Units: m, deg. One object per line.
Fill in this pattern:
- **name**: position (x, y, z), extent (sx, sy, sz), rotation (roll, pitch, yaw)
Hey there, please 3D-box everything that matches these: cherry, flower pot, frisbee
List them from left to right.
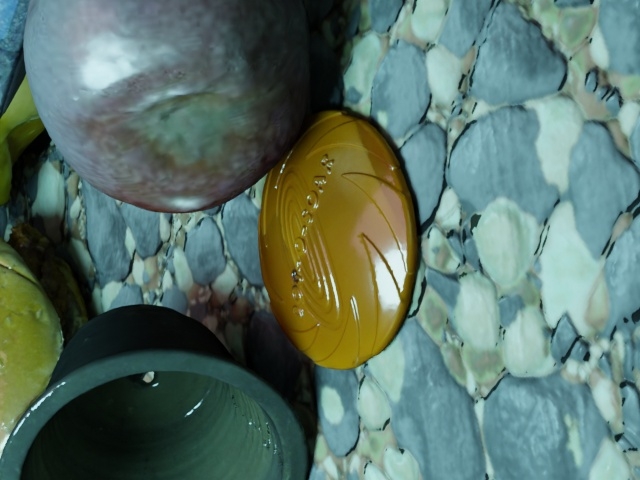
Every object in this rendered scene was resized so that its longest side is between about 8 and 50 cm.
- **flower pot**: position (-0.137, 0.147, 0.984), extent (0.148, 0.235, 0.235), rotation (-112, 35, -58)
- **cherry**: position (-0.115, -0.149, 0.897), extent (0.239, 0.206, 0.239), rotation (64, 176, 9)
- **frisbee**: position (0.000, 0.000, 0.905), extent (0.192, 0.035, 0.192), rotation (4, 94, 54)

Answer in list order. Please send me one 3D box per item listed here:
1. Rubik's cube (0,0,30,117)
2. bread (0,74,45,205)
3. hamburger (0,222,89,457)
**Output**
- **Rubik's cube**: position (-0.331, -0.356, 0.991), extent (0.344, 0.337, 0.344), rotation (-81, 17, -51)
- **bread**: position (-0.449, -0.182, 1.340), extent (0.361, 0.250, 0.394), rotation (-33, 66, 51)
- **hamburger**: position (-0.305, 0.109, 1.251), extent (0.282, 0.155, 0.245), rotation (15, 98, 49)
